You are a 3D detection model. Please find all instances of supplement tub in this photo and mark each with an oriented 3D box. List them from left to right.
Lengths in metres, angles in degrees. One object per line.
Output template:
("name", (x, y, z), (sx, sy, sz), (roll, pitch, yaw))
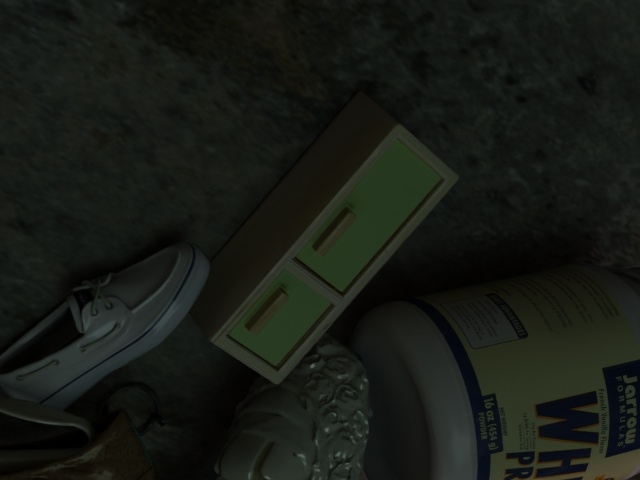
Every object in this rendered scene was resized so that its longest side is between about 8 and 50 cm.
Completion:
("supplement tub", (0.212, 0.152, 1.553), (0.325, 0.235, 0.235), (-11, 121, -22))

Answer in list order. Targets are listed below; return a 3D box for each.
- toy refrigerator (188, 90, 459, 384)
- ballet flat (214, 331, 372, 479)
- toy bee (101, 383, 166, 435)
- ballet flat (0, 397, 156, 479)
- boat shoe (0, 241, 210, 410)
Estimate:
("toy refrigerator", (0.000, 0.000, 1.445), (0.269, 0.094, 0.102), (-48, 128, 4))
("ballet flat", (-0.058, 0.273, 1.447), (0.147, 0.147, 0.409), (23, 78, -35))
("toy bee", (-0.215, 0.318, 1.467), (0.195, 0.162, 0.298), (-12, 122, -23))
("ballet flat", (-0.323, 0.203, 1.360), (0.342, 0.116, 0.124), (-5, 104, -2))
("boat shoe", (-0.203, 0.075, 1.385), (0.226, 0.083, 0.076), (-43, 129, 1))
